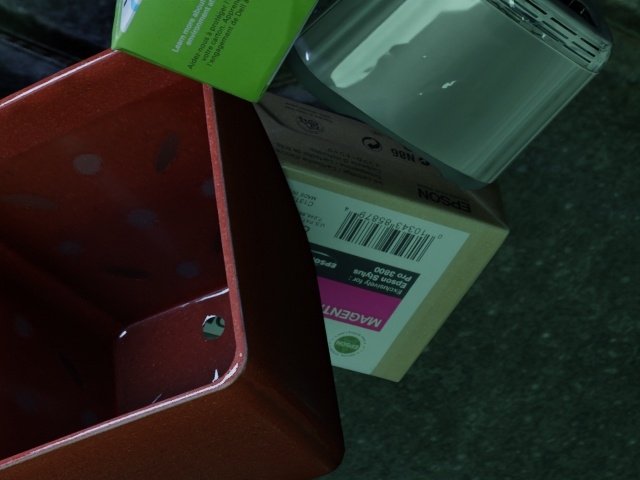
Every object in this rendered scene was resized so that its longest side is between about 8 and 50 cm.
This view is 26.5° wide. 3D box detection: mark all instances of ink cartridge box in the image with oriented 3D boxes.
[{"bbox_3d":[-0.024,-0.239,0.778,0.097,0.188,0.255,19,128,-19],"label":"ink cartridge box"},{"bbox_3d":[0.000,0.000,1.076,0.235,0.088,0.193,15,129,-19],"label":"ink cartridge box"}]

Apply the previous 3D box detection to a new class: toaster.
[{"bbox_3d":[0.094,-0.137,0.926,0.227,0.129,0.146,30,122,-27],"label":"toaster"}]

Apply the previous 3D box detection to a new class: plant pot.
[{"bbox_3d":[-0.123,0.060,0.906,0.267,0.267,0.236,-22,145,17],"label":"plant pot"}]
